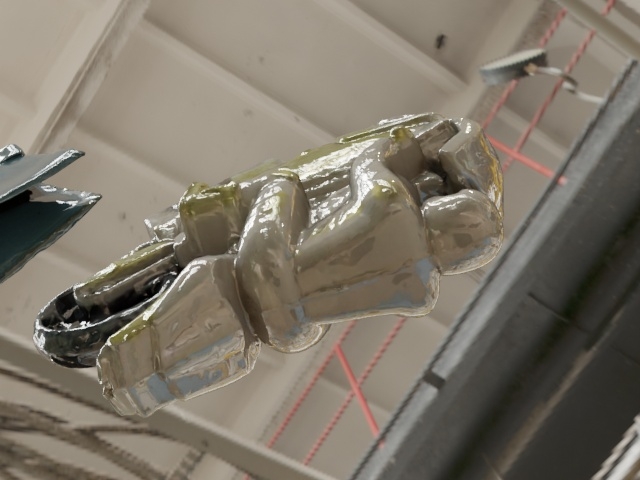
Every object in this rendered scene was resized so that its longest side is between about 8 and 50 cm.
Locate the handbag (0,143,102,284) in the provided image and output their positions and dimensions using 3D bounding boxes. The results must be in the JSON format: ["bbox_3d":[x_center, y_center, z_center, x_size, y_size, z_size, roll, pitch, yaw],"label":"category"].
[{"bbox_3d":[-0.235,-0.006,0.595,0.144,0.221,0.057,-42,-59,-39],"label":"handbag"}]

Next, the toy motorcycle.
[{"bbox_3d":[0.000,0.000,0.662,0.341,0.223,0.107,-29,-66,-29],"label":"toy motorcycle"}]
